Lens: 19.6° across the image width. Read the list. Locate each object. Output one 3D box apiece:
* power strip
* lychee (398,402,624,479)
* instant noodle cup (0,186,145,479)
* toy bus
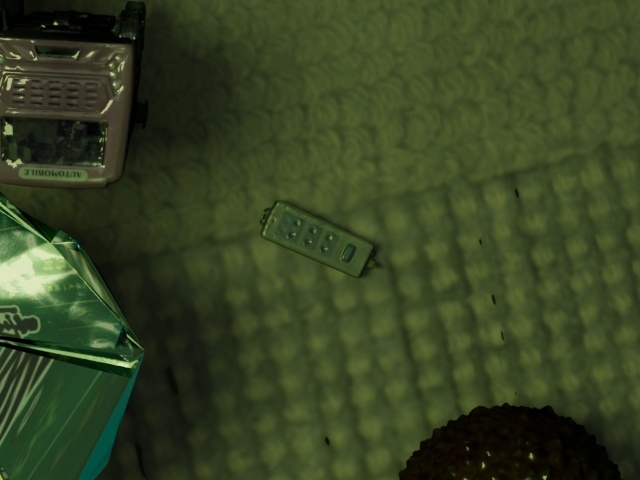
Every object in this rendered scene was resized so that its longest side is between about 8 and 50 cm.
[{"bbox_3d":[0.000,0.000,1.207,0.083,0.017,0.027,23,88,-2],"label":"power strip"},{"bbox_3d":[0.122,0.179,1.138,0.171,0.171,0.171,0,88,-4],"label":"lychee"},{"bbox_3d":[-0.229,0.076,1.107,0.240,0.178,0.240,0,89,-4],"label":"instant noodle cup"},{"bbox_3d":[-0.152,-0.090,1.111,0.096,0.199,0.108,2,99,-5],"label":"toy bus"}]
